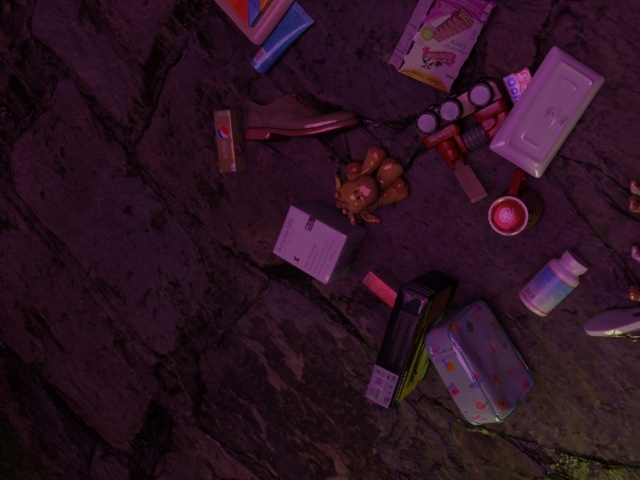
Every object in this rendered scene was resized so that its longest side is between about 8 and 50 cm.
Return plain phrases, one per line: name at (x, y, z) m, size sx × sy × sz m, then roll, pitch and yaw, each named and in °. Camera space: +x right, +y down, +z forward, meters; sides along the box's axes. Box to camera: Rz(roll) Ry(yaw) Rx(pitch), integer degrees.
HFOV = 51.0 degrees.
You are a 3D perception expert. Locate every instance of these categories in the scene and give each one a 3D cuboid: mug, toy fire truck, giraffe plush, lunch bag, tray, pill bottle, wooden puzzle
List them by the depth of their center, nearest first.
tray at (0.518, -0.290, 1.530) m, size 0.145 × 0.030 × 0.270 m, roll 31°, pitch 99°, yaw -6°
mug at (0.450, -0.085, 1.583) m, size 0.113 × 0.169 × 0.150 m, roll -22°, pitch 90°, yaw 29°
pill bottle at (0.560, 0.100, 1.610) m, size 0.087 × 0.087 × 0.160 m, roll 44°, pitch 115°, yaw 13°
toy fire truck at (0.369, -0.238, 1.619) m, size 0.217 × 0.158 × 0.246 m, roll -25°, pitch 100°, yaw 27°
lunch bag at (0.395, 0.301, 1.654) m, size 0.108 × 0.224 × 0.279 m, roll -31°, pitch 89°, yaw 45°
giraffe plush at (0.108, -0.130, 1.744) m, size 0.181 × 0.170 × 0.210 m, roll 43°, pitch 115°, yaw 13°
wooden puzzle at (-0.188, -0.700, 1.855) m, size 0.238 × 0.044 × 0.221 m, roll 48°, pitch 115°, yaw 11°

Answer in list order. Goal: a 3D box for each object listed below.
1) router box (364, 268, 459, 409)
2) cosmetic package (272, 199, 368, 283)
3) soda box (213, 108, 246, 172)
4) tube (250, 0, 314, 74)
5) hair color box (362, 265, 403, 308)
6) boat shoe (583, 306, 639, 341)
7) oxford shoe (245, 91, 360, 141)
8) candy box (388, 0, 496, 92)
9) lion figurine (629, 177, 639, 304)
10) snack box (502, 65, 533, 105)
router box at (0.236, 0.245, 1.709) m, size 0.081 × 0.243 × 0.308 m, roll 23°, pitch 110°, yaw 24°
cosmetic package at (0.000, 0.000, 1.832) m, size 0.184 × 0.151 × 0.151 m, roll 29°, pitch 110°, yaw 19°
soda box at (-0.263, -0.290, 1.959) m, size 0.058 × 0.061 × 0.181 m, roll 0°, pitch 100°, yaw 27°
tube at (-0.110, -0.550, 1.845) m, size 0.080 × 0.052 × 0.207 m, roll 47°, pitch 111°, yaw 6°
hair color box at (0.188, 0.134, 1.810) m, size 0.141 × 0.072 × 0.043 m, roll 41°, pitch 114°, yaw 15°
boat shoe at (0.727, 0.199, 1.551) m, size 0.219 × 0.077 × 0.070 m, roll -15°, pitch 115°, yaw 28°
oxford shoe at (-0.058, -0.340, 1.818) m, size 0.348 × 0.123 × 0.130 m, roll 1°, pitch 94°, yaw 25°
candy box at (0.287, -0.490, 1.595) m, size 0.233 × 0.159 × 0.071 m, roll -63°, pitch 28°, yaw 22°
lion figurine at (0.793, -0.018, 1.436) m, size 0.240 × 0.142 × 0.392 m, roll 2°, pitch 122°, yaw 27°
snack box at (0.499, -0.319, 1.598) m, size 0.064 × 0.022 × 0.178 m, roll -24°, pitch 89°, yaw 29°
